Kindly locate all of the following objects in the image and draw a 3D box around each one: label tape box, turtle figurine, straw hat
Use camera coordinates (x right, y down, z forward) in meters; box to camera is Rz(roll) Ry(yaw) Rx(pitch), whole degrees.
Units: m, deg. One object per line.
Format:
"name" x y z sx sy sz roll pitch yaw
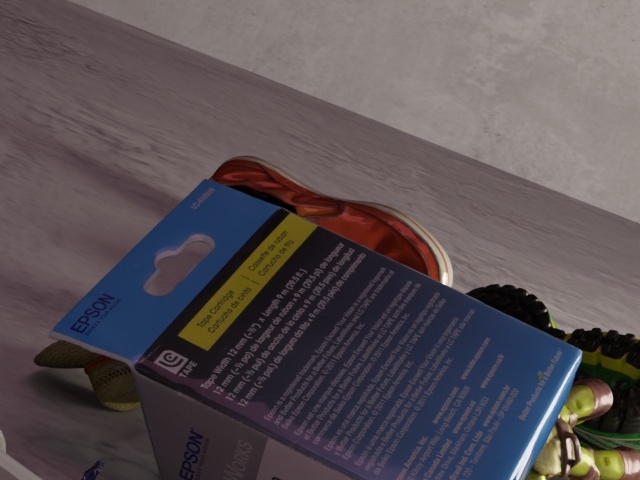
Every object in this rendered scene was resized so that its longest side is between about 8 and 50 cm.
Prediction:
"label tape box" -0.003 0.114 1.287 0.348 0.115 0.249 24 37 13
"turtle figurine" 0.184 0.167 1.452 0.217 0.087 0.269 -3 49 -49
"straw hat" -0.154 0.105 1.348 0.144 0.144 0.061 0 68 -58

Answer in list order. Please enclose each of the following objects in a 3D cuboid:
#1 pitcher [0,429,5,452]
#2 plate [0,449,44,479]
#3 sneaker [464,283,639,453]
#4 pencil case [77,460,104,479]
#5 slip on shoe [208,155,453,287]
"pitcher" -0.284 0.092 0.993 0.207 0.125 0.177 22 55 14
"plate" -0.226 0.169 0.780 0.278 0.045 0.277 30 40 23
"sneaker" 0.229 0.156 1.716 0.343 0.134 0.146 24 -30 45
"pencil case" -0.088 0.220 0.967 0.209 0.095 0.098 32 0 28
"slip on shoe" 0.000 0.000 1.940 0.331 0.123 0.101 25 31 20
